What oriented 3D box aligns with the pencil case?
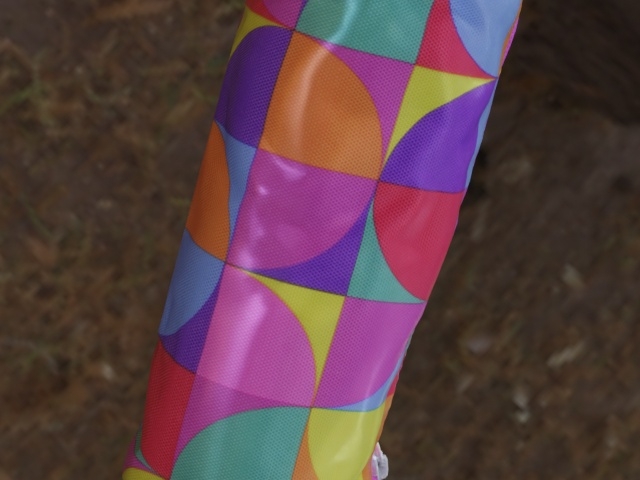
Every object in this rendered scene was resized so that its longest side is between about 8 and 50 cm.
[{"bbox_3d":[0.000,0.000,0.624,0.104,0.104,0.236,-4,115,-48],"label":"pencil case"}]
